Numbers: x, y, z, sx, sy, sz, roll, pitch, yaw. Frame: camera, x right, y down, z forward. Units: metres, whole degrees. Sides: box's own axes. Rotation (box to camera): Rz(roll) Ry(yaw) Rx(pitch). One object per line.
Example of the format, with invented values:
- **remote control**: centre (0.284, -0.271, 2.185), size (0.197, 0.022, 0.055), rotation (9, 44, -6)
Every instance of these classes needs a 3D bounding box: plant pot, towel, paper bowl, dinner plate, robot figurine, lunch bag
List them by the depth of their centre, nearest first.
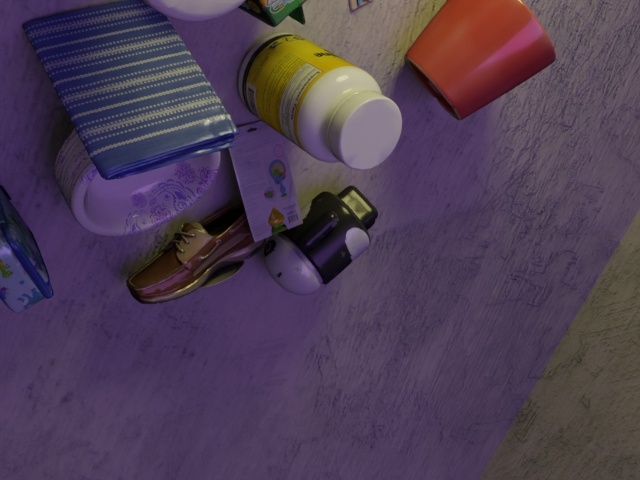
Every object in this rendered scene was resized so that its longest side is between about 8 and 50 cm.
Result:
- **towel**: centre (-0.312, -0.258, 1.350), size (0.243, 0.336, 0.040), rotation (-21, 158, -27)
- **lunch bag**: centre (-0.541, 0.011, 1.403), size (0.090, 0.219, 0.176), rotation (-29, 131, -12)
- **paper bowl**: centre (-0.336, -0.150, 1.473), size (0.284, 0.148, 0.284), rotation (-27, 156, -13)
- **dinner plate**: centre (-0.228, 0.072, 1.755), size (0.141, 0.141, 0.017), rotation (-29, 114, -21)
- **plant pot**: centre (0.337, -0.418, 1.814), size (0.243, 0.275, 0.275), rotation (-42, 137, 7)
- **robot figurine**: centre (-0.001, -0.002, 1.870), size (0.278, 0.173, 0.209), rotation (-41, 133, -10)

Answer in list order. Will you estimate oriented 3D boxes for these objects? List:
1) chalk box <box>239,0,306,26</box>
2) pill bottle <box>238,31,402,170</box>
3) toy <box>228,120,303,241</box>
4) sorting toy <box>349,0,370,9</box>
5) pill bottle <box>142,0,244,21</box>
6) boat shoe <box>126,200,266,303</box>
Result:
- **chalk box**: centre (-0.096, -0.512, 1.441), size (0.179, 0.180, 0.289), rotation (-44, 137, -6)
- **pill bottle**: centre (-0.001, -0.265, 1.570), size (0.188, 0.334, 0.188), rotation (-21, 130, -28)
- **toy**: centre (-0.128, -0.128, 1.736), size (0.137, 0.056, 0.237), rotation (-23, 100, -37)
- **sorting toy**: centre (0.084, -0.527, 1.696), size (0.062, 0.012, 0.083), rotation (-29, 133, -20)
- **pill bottle**: centre (-0.256, -0.476, 1.179), size (0.224, 0.392, 0.224), rotation (-21, 130, -28)
- **boat shoe**: centre (-0.263, 0.013, 1.715), size (0.324, 0.122, 0.120), rotation (-32, 128, -30)
